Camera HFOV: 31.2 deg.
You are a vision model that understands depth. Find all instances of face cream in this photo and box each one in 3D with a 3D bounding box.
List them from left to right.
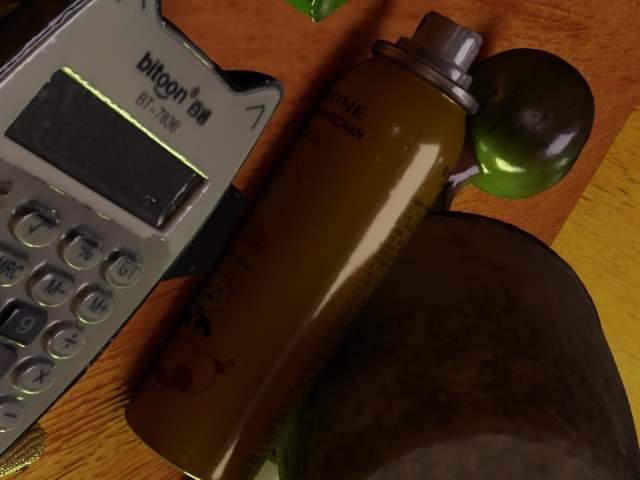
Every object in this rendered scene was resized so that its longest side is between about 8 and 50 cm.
[{"bbox_3d":[0.000,0.000,0.785,0.348,0.105,0.105,-57,164,3],"label":"face cream"}]

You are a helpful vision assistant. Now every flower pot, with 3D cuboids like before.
[{"bbox_3d":[0.104,0.158,0.860,0.293,0.294,0.330,-61,-172,14],"label":"flower pot"}]

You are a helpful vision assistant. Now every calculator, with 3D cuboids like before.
[{"bbox_3d":[-0.129,0.008,0.487,0.268,0.040,0.177,-54,151,-3],"label":"calculator"}]

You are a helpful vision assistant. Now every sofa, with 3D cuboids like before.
[{"bbox_3d":[-0.088,-0.010,0.629,0.060,0.039,0.118,-59,165,15],"label":"sofa"}]

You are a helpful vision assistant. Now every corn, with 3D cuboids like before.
[{"bbox_3d":[-0.180,0.119,0.628,0.083,0.027,0.028,-22,135,-59],"label":"corn"}]

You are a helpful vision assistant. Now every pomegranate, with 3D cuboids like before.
[{"bbox_3d":[0.156,-0.094,1.051,0.191,0.131,0.152,-31,165,-8],"label":"pomegranate"}]

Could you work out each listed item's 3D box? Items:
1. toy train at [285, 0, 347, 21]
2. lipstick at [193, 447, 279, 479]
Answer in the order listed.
[{"bbox_3d":[0.050,-0.236,0.371,0.307,0.173,0.249,-45,167,-37],"label":"toy train"},{"bbox_3d":[-0.129,0.321,1.060,0.326,0.087,0.087,-58,164,8],"label":"lipstick"}]
